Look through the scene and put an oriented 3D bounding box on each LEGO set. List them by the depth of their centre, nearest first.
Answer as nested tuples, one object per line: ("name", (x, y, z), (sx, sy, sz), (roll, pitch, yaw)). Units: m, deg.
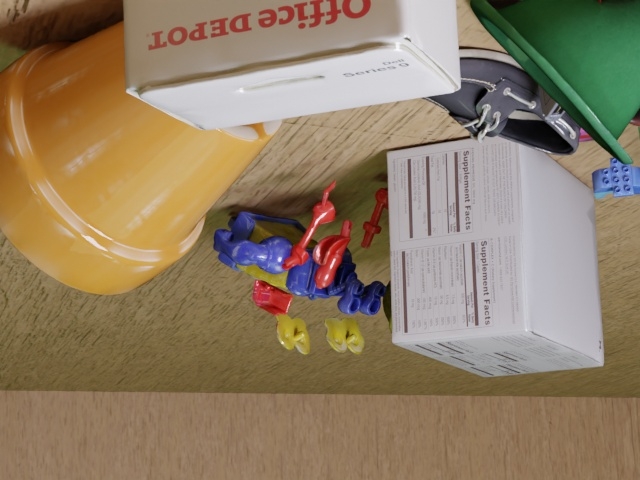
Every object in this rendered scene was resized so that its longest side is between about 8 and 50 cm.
("LEGO set", (0.323, -0.090, 1.487), (0.227, 0.087, 0.093), (-6, 166, 12))

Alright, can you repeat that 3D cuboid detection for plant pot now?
("plant pot", (-0.136, -0.088, 1.247), (0.188, 0.205, 0.205), (-32, 151, 34))

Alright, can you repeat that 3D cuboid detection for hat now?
("hat", (0.238, -0.175, 1.190), (0.183, 0.208, 0.173), (-44, 123, 7))

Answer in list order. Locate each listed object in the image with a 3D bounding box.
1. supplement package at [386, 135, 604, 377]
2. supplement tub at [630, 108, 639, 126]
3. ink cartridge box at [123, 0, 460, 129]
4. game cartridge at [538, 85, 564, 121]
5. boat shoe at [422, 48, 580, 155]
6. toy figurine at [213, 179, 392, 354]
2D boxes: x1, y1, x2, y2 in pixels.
("supplement package", (0.188, 0.022, 1.680), (0.145, 0.204, 0.262), (-7, 165, 24))
("supplement tub", (0.327, -0.127, 1.295), (0.198, 0.106, 0.106), (9, 162, -37))
("ink cartridge box", (-0.017, -0.175, 0.824), (0.154, 0.212, 0.093), (-8, 165, 22))
("game cartridge", (0.198, -0.138, 1.335), (0.017, 0.056, 0.083), (-8, 166, -8))
("boat shoe", (0.154, -0.118, 1.394), (0.206, 0.065, 0.075), (9, 163, -38))
("toy figurine", (0.000, 0.000, 1.823), (0.217, 0.191, 0.362), (25, -168, 35))
